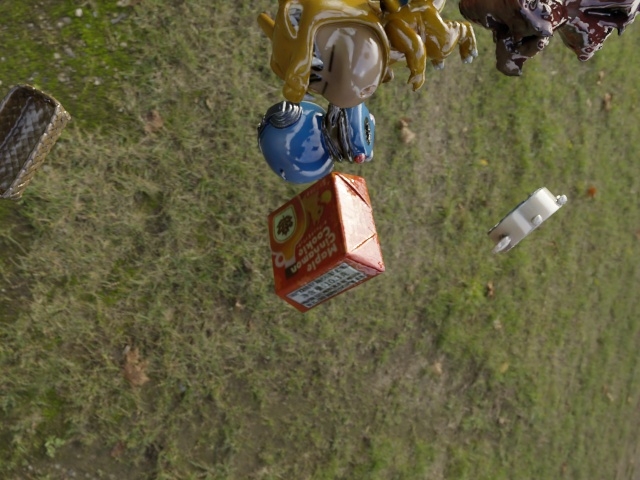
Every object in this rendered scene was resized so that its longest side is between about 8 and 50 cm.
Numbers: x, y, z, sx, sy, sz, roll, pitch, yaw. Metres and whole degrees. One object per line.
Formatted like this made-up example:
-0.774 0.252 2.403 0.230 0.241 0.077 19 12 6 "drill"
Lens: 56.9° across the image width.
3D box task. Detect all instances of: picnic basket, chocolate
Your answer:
-0.506 -0.161 0.989 0.193 0.110 0.055 -61 169 -9 "picnic basket"
0.000 0.000 1.247 0.108 0.237 0.234 23 49 -44 "chocolate"

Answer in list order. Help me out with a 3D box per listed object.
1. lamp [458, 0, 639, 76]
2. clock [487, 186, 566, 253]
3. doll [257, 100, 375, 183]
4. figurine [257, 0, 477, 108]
0.208 -0.274 0.510 0.215 0.151 0.223 -13 74 -29 "lamp"
0.419 -0.045 1.221 0.229 0.063 0.155 -34 166 -28 "clock"
-0.018 -0.279 1.632 0.284 0.310 0.240 61 30 -53 "doll"
0.085 -0.420 1.175 0.387 0.401 0.268 -7 120 -13 "figurine"
